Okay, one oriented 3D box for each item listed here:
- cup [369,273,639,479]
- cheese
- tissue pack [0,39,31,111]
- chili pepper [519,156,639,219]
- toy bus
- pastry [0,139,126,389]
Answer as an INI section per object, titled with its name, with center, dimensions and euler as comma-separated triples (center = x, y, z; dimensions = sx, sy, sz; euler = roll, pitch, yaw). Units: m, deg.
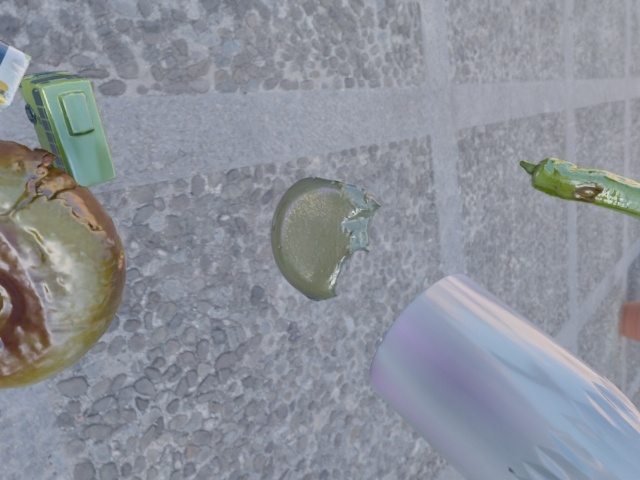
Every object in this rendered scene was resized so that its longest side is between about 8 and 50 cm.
[cup]
center = 0.274, 0.239, 0.666
dimensions = 0.253, 0.371, 0.253
euler = -25, 134, -29
[cheese]
center = 0.000, 0.000, 0.738
dimensions = 0.091, 0.175, 0.203
euler = -9, 112, -73
[tissue pack]
center = -0.334, -0.172, 0.422
dimensions = 0.083, 0.042, 0.062
euler = 29, 66, -44
[chili pepper]
center = 0.308, -0.042, 0.451
dimensions = 0.049, 0.208, 0.043
euler = 102, 10, -65
[toy bus]
center = -0.400, -0.176, 0.711
dimensions = 0.088, 0.101, 0.175
euler = -32, 129, -42
[pastry]
center = -0.447, 0.040, 0.600
dimensions = 0.355, 0.164, 0.356
euler = -5, 108, -15
